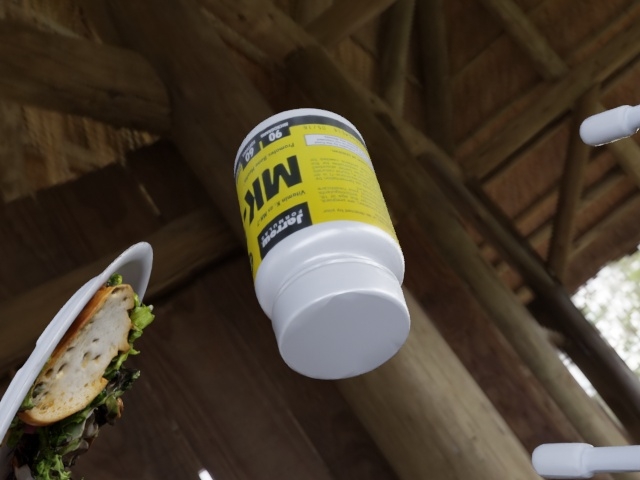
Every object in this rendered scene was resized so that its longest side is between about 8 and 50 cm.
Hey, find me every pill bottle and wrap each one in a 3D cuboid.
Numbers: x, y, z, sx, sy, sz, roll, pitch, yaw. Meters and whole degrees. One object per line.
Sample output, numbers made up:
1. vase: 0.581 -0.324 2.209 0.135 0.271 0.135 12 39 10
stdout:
1. pill bottle: 0.000 0.000 0.811 0.119 0.209 0.119 -7 -46 -8

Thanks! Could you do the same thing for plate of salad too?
1. plate of salad: -0.142 0.093 0.596 0.200 0.048 0.200 -63 -2 -4

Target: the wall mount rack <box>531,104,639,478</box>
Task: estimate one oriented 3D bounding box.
1. wall mount rack: 0.185 -0.023 0.427 0.304 0.130 0.350 81 -158 -66
